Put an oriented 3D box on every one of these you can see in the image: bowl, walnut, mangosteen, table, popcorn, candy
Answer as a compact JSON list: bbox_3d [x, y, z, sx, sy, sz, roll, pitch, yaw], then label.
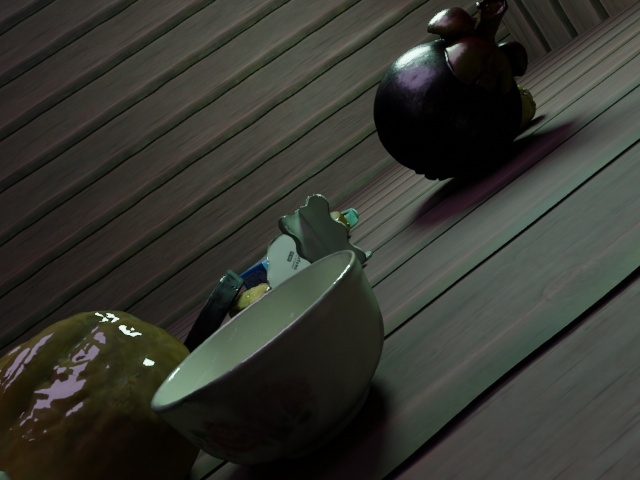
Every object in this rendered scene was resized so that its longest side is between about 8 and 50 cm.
[{"bbox_3d":[-0.037,0.144,0.545,0.277,0.145,0.277,-35,8,6],"label":"bowl"},{"bbox_3d":[-0.311,0.249,0.629,0.332,0.333,0.333,-35,7,5],"label":"walnut"},{"bbox_3d":[0.321,-0.371,1.192,0.381,0.436,0.382,4,25,-2],"label":"mangosteen"},{"bbox_3d":[0.000,0.000,1.126,0.166,0.198,0.166,-36,7,5],"label":"table"},{"bbox_3d":[0.534,-0.371,1.346,0.141,0.135,0.163,124,153,-62],"label":"popcorn"},{"bbox_3d":[-0.157,0.077,1.827,0.157,0.100,0.306,-31,7,40],"label":"candy"}]

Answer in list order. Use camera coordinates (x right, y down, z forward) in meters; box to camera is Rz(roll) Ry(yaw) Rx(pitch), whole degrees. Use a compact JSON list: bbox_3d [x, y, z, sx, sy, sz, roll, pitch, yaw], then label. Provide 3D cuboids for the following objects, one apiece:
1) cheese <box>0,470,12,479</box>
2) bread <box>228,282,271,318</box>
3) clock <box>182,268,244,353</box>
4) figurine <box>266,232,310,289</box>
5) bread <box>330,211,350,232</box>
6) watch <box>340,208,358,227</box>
[{"bbox_3d":[-0.397,0.309,0.383,0.292,0.333,0.153,-21,9,10],"label":"cheese"},{"bbox_3d":[-0.180,0.182,1.300,0.125,0.082,0.106,-22,25,22],"label":"bread"},{"bbox_3d":[-0.294,0.211,1.299,0.281,0.055,0.280,-60,4,6],"label":"clock"},{"bbox_3d":[-0.085,0.085,1.351,0.250,0.166,0.141,-58,-3,-40],"label":"figurine"},{"bbox_3d":[-0.004,-0.008,1.607,0.236,0.070,0.236,-34,17,12],"label":"bread"},{"bbox_3d":[0.041,-0.047,1.828,0.195,0.068,0.237,-38,8,-25],"label":"watch"}]
